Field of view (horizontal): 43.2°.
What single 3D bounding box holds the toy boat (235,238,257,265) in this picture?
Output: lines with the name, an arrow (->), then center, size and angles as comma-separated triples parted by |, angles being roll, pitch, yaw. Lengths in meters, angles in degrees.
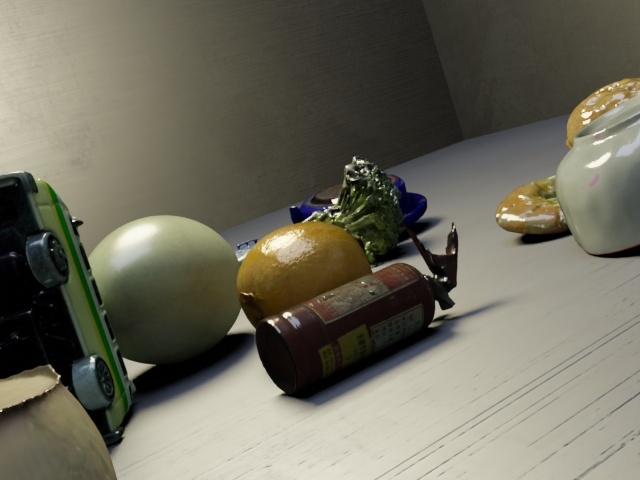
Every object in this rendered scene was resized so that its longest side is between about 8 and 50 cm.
toy boat -> -0.165, 0.057, 1.398 | 0.175, 0.091, 0.110 | -26, 28, -17

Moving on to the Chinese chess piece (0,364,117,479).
Chinese chess piece -> -0.278, 0.178, 0.432 | 0.337, 0.141, 0.338 | -13, 3, 1

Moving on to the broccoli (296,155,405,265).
broccoli -> -0.004, -0.006, 1.309 | 0.304, 0.146, 0.165 | -34, 14, 2

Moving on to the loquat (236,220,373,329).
loquat -> -0.015, 0.048, 0.885 | 0.163, 0.137, 0.163 | -28, -5, -3

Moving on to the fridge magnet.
fridge magnet -> 0.068, -0.049, 1.511 | 0.265, 0.113, 0.265 | -15, 16, 4

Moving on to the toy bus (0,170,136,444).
toy bus -> -0.293, 0.076, 0.826 | 0.133, 0.276, 0.165 | -17, 3, 1

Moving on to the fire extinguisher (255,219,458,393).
fire extinguisher -> 0.056, 0.051, 0.792 | 0.252, 0.106, 0.075 | -22, 6, -27

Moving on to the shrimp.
shrimp -> 0.354, -0.063, 1.121 | 0.267, 0.061, 0.145 | -20, 15, -40

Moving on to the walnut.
walnut -> 0.498, -0.186, 1.341 | 0.184, 0.156, 0.155 | -17, 7, 30

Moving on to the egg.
egg -> -0.197, 0.062, 1.015 | 0.186, 0.187, 0.253 | -16, -8, 22

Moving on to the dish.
dish -> 0.369, -0.096, 0.900 | 0.256, 0.117, 0.256 | -31, 4, 2
